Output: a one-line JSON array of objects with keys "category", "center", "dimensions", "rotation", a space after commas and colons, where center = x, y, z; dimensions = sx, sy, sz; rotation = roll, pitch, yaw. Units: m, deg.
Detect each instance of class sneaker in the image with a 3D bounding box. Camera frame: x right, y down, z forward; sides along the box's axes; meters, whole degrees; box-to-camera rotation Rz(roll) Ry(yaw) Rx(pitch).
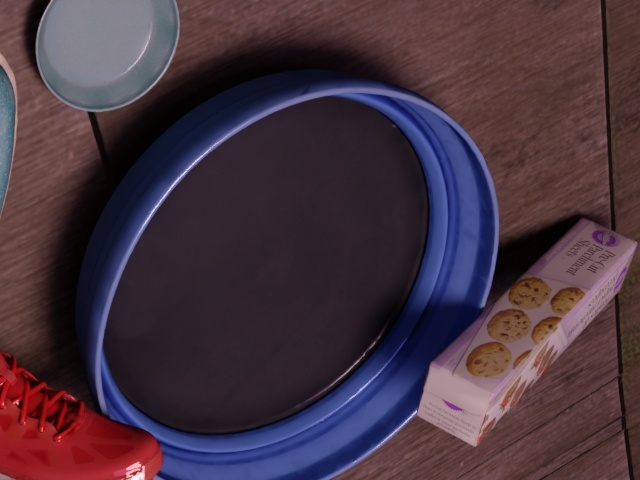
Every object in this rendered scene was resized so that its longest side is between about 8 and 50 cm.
[{"category": "sneaker", "center": [-0.231, 0.124, 1.263], "dimensions": [0.221, 0.087, 0.128], "rotation": [3, 115, 7]}]

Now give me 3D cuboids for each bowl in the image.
[{"category": "bowl", "center": [-0.027, 0.038, 1.393], "dimensions": [0.391, 0.077, 0.391], "rotation": [-18, 125, -27]}]

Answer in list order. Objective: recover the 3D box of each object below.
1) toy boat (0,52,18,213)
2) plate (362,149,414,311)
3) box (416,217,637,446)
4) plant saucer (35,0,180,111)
[{"category": "toy boat", "center": [-0.352, -0.023, 1.102], "dimensions": [0.318, 0.148, 0.267], "rotation": [2, 115, -37]}, {"category": "plate", "center": [0.000, 0.000, 1.459], "dimensions": [0.188, 0.024, 0.188], "rotation": [-18, 126, -26]}, {"category": "box", "center": [0.195, 0.076, 1.523], "dimensions": [0.324, 0.067, 0.063], "rotation": [-36, 147, -48]}, {"category": "plant saucer", "center": [-0.163, -0.156, 1.246], "dimensions": [0.119, 0.021, 0.119], "rotation": [-18, 126, -28]}]
